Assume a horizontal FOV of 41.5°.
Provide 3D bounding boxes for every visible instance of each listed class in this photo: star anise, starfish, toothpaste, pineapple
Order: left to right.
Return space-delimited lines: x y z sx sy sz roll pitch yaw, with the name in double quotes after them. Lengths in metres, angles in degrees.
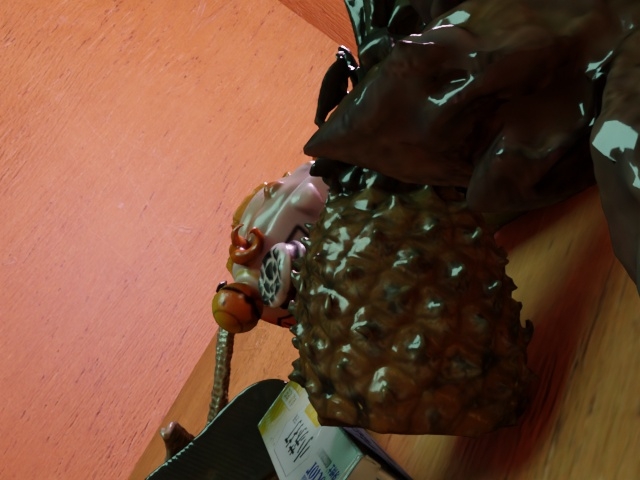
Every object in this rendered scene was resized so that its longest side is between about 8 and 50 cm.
-0.182 0.271 1.082 0.398 0.132 0.383 -45 -28 -54 "starfish"
0.012 0.171 0.634 0.071 0.089 0.313 -52 7 -6 "toothpaste"
0.054 -0.061 0.537 0.165 0.166 0.364 162 108 -78 "pineapple"
0.140 -0.075 0.369 0.315 0.315 0.108 -60 -31 -29 "star anise"

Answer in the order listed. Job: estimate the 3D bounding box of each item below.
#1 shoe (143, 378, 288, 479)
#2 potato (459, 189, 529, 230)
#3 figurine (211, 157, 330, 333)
-0.102 0.260 0.881 0.275 0.103 0.098 -44 -23 4 "shoe"
0.142 -0.116 0.712 0.210 0.173 0.307 -59 6 -30 "potato"
0.004 0.003 0.999 0.320 0.196 0.323 -48 11 -18 "figurine"
